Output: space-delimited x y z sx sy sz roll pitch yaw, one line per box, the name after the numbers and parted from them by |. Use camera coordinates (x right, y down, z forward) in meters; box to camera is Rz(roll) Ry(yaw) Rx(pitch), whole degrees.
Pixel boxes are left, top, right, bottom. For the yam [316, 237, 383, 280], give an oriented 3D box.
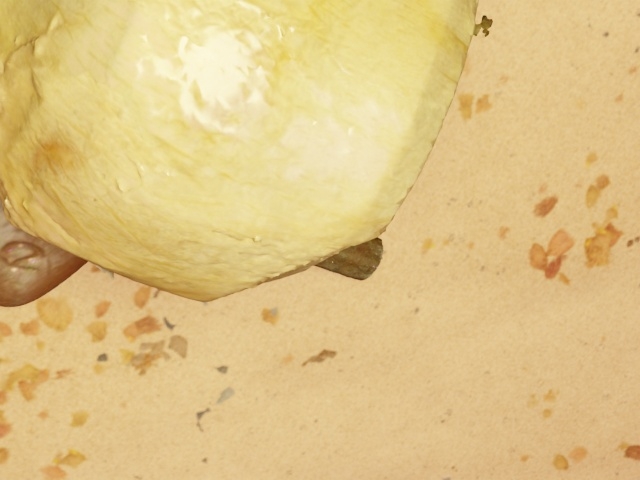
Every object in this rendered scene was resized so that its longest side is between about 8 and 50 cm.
0.000 0.000 1.384 0.132 0.054 0.054 21 105 -28 | yam

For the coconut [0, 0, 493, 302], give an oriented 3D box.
-0.103 -0.153 1.080 0.404 0.404 0.404 -8 116 -17 | coconut

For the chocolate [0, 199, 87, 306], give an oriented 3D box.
-0.300 -0.045 1.230 0.161 0.083 0.261 -40 121 -2 | chocolate
